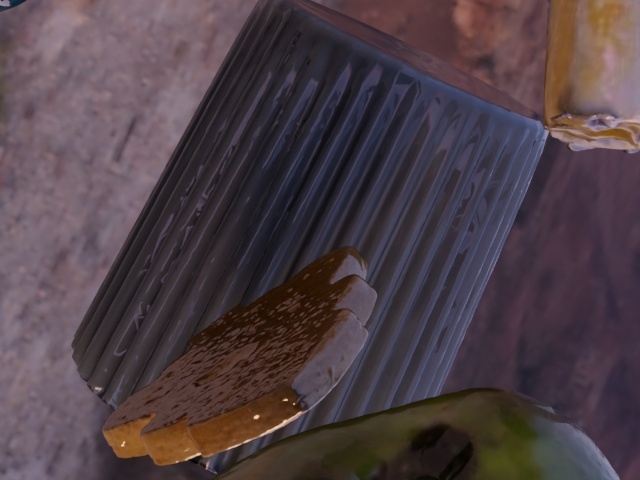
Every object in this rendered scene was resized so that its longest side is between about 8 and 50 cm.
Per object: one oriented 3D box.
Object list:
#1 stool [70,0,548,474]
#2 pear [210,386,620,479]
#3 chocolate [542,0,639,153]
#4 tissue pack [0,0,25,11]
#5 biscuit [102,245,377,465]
[{"bbox_3d":[0.000,0.000,1.222,0.330,0.297,0.297,-64,168,12],"label":"stool"},{"bbox_3d":[0.019,0.208,0.703,0.318,0.342,0.238,-63,-161,9],"label":"pear"},{"bbox_3d":[0.140,-0.150,0.671,0.085,0.085,0.219,17,76,-77],"label":"chocolate"},{"bbox_3d":[-0.291,-0.159,0.783,0.287,0.198,0.206,-46,123,-27],"label":"tissue pack"},{"bbox_3d":[-0.037,0.082,0.972,0.212,0.041,0.238,-35,-166,-9],"label":"biscuit"}]
